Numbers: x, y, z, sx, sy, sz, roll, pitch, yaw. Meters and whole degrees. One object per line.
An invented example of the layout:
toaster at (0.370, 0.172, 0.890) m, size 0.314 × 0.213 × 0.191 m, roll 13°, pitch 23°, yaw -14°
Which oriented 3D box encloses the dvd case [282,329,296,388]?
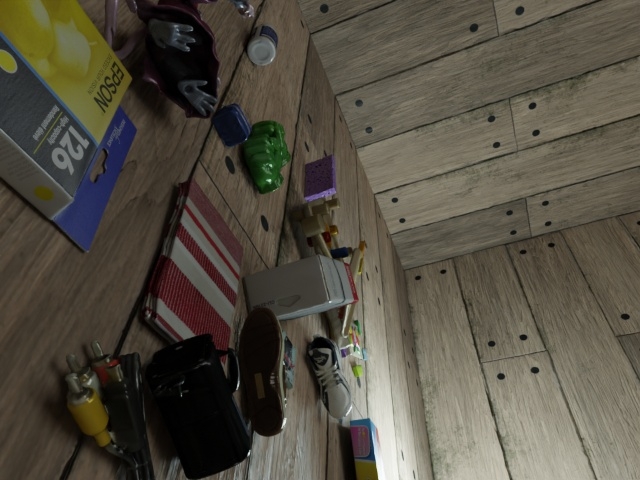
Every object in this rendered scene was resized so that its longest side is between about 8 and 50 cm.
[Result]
dvd case at (-0.086, 0.296, 1.238) m, size 0.119 × 0.013 × 0.087 m, roll -84°, pitch 154°, yaw -52°

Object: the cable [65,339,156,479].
cable at (-0.257, 0.264, 0.641) m, size 0.139 × 0.072 × 0.286 m, roll -115°, pitch -162°, yaw -76°

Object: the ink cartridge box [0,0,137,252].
ink cartridge box at (-0.356, -0.194, 0.675) m, size 0.303 × 0.072 × 0.307 m, roll -92°, pitch 158°, yaw -43°

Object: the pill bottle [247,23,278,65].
pill bottle at (-0.192, -0.669, 1.678) m, size 0.169 × 0.094 × 0.094 m, roll -88°, pitch 157°, yaw -47°

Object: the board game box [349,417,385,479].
board game box at (0.156, 0.721, 1.501) m, size 0.242 × 0.064 × 0.316 m, roll 66°, pitch 14°, yaw -60°

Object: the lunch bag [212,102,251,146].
lunch bag at (-0.222, -0.294, 1.245) m, size 0.065 × 0.067 × 0.098 m, roll -83°, pitch 152°, yaw -56°

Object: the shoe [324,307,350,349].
shoe at (0.053, 0.260, 1.678) m, size 0.076 × 0.058 × 0.218 m, roll 24°, pitch 52°, yaw -71°

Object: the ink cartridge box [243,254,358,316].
ink cartridge box at (-0.040, 0.123, 1.225) m, size 0.273 × 0.197 × 0.114 m, roll 20°, pitch 54°, yaw -72°

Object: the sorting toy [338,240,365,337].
sorting toy at (0.103, 0.143, 1.667) m, size 0.307 × 0.041 × 0.228 m, roll -67°, pitch 163°, yaw -55°

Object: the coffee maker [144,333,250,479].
coffee maker at (-0.185, 0.254, 0.733) m, size 0.171 × 0.120 × 0.178 m, roll -56°, pitch 130°, yaw -70°

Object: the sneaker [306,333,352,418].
sneaker at (0.016, 0.364, 1.381) m, size 0.153 × 0.094 × 0.234 m, roll 55°, pitch 24°, yaw -47°

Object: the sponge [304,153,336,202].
sponge at (-0.001, -0.236, 1.879) m, size 0.210 × 0.117 × 0.031 m, roll -90°, pitch 156°, yaw -45°

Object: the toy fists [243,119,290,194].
toy fists at (-0.148, -0.255, 1.418) m, size 0.279 × 0.096 × 0.142 m, roll -80°, pitch 150°, yaw -55°

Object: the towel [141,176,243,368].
towel at (-0.225, 0.071, 0.936) m, size 0.237 × 0.037 × 0.328 m, roll 62°, pitch 21°, yaw -44°

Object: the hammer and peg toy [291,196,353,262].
hammer and peg toy at (0.000, 0.000, 1.629) m, size 0.361 × 0.128 × 0.265 m, roll -40°, pitch 116°, yaw -73°

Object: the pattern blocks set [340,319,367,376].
pattern blocks set at (0.117, 0.366, 1.865) m, size 0.325 × 0.026 × 0.285 m, roll 14°, pitch 62°, yaw -73°

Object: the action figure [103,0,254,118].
action figure at (-0.295, -0.410, 1.014) m, size 0.276 × 0.248 × 0.370 m, roll 9°, pitch 41°, yaw -27°

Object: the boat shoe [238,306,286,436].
boat shoe at (-0.117, 0.273, 1.039) m, size 0.095 × 0.095 × 0.257 m, roll 73°, pitch 12°, yaw -68°
